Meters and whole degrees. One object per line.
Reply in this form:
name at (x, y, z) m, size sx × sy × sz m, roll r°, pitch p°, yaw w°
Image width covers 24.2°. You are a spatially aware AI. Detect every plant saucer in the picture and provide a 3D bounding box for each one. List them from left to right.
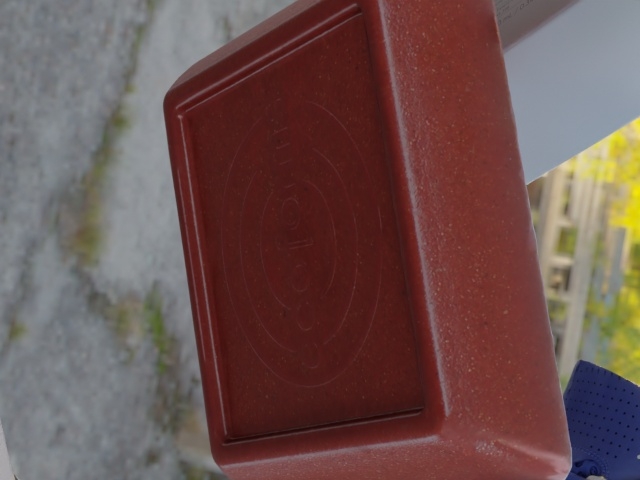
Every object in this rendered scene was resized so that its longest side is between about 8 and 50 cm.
plant saucer at (0.000, 0.000, 0.728) m, size 0.259 × 0.048 × 0.258 m, roll -20°, pitch -103°, yaw 56°

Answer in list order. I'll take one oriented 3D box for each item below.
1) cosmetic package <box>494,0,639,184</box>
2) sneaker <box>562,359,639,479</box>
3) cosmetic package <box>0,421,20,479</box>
cosmetic package at (0.143, -0.187, 0.863) m, size 0.377 × 0.097 × 0.284 m, roll -33°, pitch -142°, yaw 48°
sneaker at (0.121, 0.225, 0.920) m, size 0.127 × 0.182 × 0.315 m, roll 13°, pitch -95°, yaw 59°
cosmetic package at (-0.232, 0.031, 0.341) m, size 0.365 × 0.155 × 0.197 m, roll 50°, pitch 12°, yaw -45°
